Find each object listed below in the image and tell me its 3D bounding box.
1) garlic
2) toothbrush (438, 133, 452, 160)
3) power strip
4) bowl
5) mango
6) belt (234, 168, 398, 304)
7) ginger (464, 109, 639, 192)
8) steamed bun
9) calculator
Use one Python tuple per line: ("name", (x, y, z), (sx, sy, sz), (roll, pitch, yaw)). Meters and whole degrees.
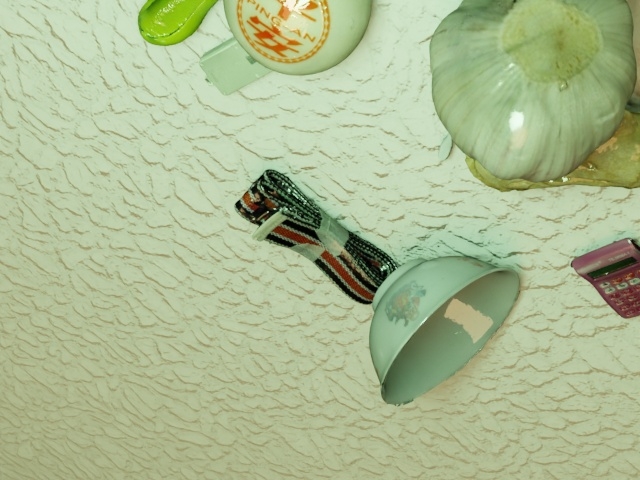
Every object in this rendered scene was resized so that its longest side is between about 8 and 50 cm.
("garlic", (0.296, -0.232, 1.371), (0.317, 0.317, 0.259), (11, 172, 9))
("toothbrush", (0.239, -0.247, 1.566), (0.021, 0.024, 0.288), (16, 133, 1))
("power strip", (-0.121, -0.312, 1.618), (0.192, 0.035, 0.081), (-21, 121, 34))
("bowl", (0.199, 0.135, 1.797), (0.157, 0.345, 0.345), (46, 143, 27))
("mango", (-0.229, -0.382, 1.567), (0.165, 0.074, 0.091), (-27, 113, 22))
("belt", (0.000, 0.000, 1.820), (0.359, 0.126, 0.094), (35, 124, -23))
("ginger", (0.408, -0.144, 1.526), (0.354, 0.126, 0.190), (-5, 157, 21))
("steamed bun", (-0.039, -0.355, 1.447), (0.231, 0.145, 0.232), (4, 124, 6))
("calculator", (0.560, 0.070, 1.745), (0.126, 0.034, 0.190), (-27, 124, 36))
